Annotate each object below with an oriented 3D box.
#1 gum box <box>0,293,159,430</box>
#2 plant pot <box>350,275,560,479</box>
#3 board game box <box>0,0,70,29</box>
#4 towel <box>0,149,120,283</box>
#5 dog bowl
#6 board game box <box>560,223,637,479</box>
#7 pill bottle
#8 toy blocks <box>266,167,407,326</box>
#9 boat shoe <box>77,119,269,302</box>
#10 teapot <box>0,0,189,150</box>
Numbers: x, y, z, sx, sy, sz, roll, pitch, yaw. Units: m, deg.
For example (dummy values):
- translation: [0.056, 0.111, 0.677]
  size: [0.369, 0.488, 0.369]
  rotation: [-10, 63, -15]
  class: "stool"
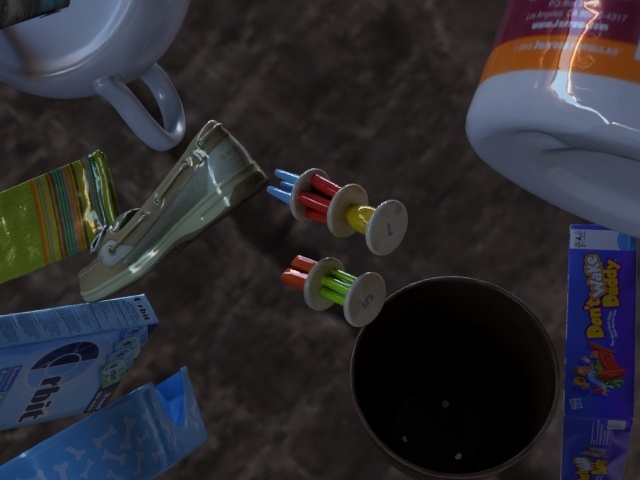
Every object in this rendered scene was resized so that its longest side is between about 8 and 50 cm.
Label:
- translation: [-0.270, 0.124, 1.613]
  size: [0.184, 0.041, 0.157]
  rotation: [-8, -34, -38]
  class: "gum box"
- translation: [0.135, 0.181, 1.778]
  size: [0.215, 0.215, 0.230]
  rotation: [-49, -14, -18]
  class: "plant pot"
- translation: [-0.189, -0.241, 1.119]
  size: [0.126, 0.026, 0.186]
  rotation: [-44, -28, -66]
  class: "board game box"
- translation: [-0.319, -0.008, 1.691]
  size: [0.237, 0.102, 0.021]
  rotation: [-21, -27, 9]
  class: "towel"
- translation: [-0.188, 0.189, 1.453]
  size: [0.166, 0.074, 0.297]
  rotation: [-30, -2, 7]
  class: "dog bowl"
- translation: [0.333, 0.158, 1.982]
  size: [0.347, 0.078, 0.233]
  rotation: [74, -160, -64]
  class: "board game box"
- translation: [0.250, -0.206, 0.987]
  size: [0.224, 0.224, 0.392]
  rotation: [152, 139, -77]
  class: "pill bottle"
- translation: [0.000, 0.000, 1.525]
  size: [0.054, 0.148, 0.123]
  rotation: [8, -78, -49]
  class: "toy blocks"
- translation: [-0.094, -0.014, 0.951]
  size: [0.153, 0.048, 0.056]
  rotation: [-35, 2, 40]
  class: "boat shoe"
- translation: [-0.216, -0.243, 1.538]
  size: [0.187, 0.253, 0.256]
  rotation: [0, -70, -71]
  class: "teapot"
